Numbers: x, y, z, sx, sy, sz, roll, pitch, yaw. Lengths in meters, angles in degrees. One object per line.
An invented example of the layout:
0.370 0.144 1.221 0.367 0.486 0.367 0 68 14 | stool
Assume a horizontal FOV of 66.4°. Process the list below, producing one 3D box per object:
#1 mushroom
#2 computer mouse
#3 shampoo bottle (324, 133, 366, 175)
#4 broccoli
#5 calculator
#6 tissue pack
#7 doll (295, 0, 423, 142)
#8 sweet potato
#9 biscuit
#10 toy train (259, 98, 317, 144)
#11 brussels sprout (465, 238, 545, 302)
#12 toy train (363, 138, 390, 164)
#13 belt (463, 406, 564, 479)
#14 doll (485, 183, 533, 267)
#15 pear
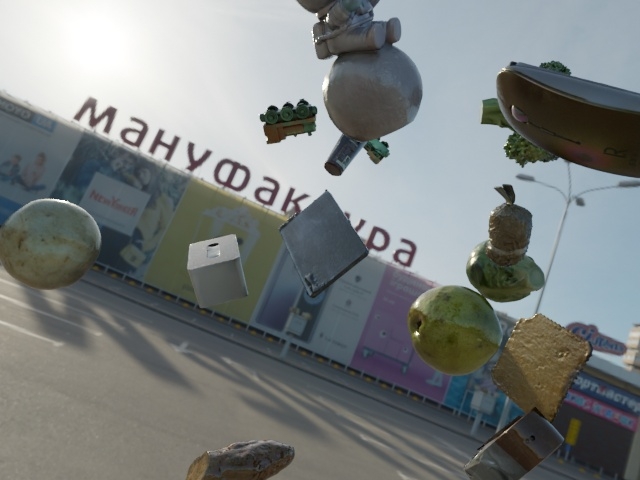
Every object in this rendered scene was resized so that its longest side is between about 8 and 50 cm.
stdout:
-0.488 0.006 0.883 0.166 0.166 0.127 26 -19 -16 | mushroom
0.402 -0.176 0.734 0.310 0.072 0.158 31 -9 31 | computer mouse
0.092 -0.291 1.417 0.067 0.236 0.068 22 -25 28 | shampoo bottle
0.574 -0.323 1.304 0.260 0.288 0.235 -11 34 -8 | broccoli
0.000 0.000 1.074 0.021 0.161 0.261 44 12 -39 | calculator
-0.329 0.093 1.568 0.159 0.136 0.246 -14 21 -10 | tissue pack
0.040 -0.285 0.684 0.151 0.151 0.287 4 -56 57 | doll
-0.154 0.450 0.981 0.252 0.097 0.097 1 4 -38 | sweet potato
0.533 0.305 1.207 0.013 0.232 0.237 21 9 -21 | biscuit
-0.053 -0.208 0.859 0.103 0.064 0.044 -9 28 6 | toy train
0.672 0.118 1.794 0.210 0.219 0.271 37 -14 -35 | brussels sprout
0.193 -0.382 1.926 0.176 0.074 0.118 40 -11 -7 | toy train
0.429 0.485 1.103 0.184 0.261 0.105 -15 55 -40 | belt
0.486 -0.036 1.254 0.105 0.221 0.115 3 20 8 | doll
0.435 0.294 1.633 0.304 0.304 0.304 22 -12 5 | pear
